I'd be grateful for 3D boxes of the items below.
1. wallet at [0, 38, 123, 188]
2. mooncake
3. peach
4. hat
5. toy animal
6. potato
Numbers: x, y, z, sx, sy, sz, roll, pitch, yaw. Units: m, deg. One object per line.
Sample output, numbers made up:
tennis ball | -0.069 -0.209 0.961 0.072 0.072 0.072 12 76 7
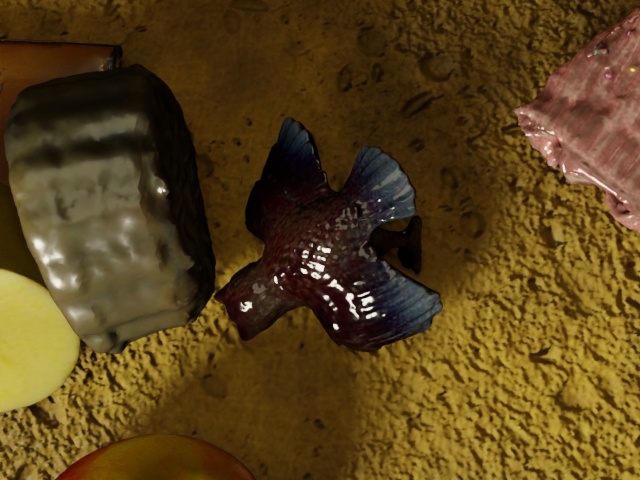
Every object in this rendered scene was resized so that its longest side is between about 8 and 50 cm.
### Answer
wallet | -0.275 -0.096 1.207 0.161 0.042 0.195 5 68 5
mooncake | -0.158 -0.028 1.062 0.124 0.228 0.228 -16 67 2
peach | -0.132 0.243 1.009 0.190 0.192 0.190 14 62 -29
hat | 0.334 -0.132 1.110 0.237 0.107 0.286 39 82 9
toy animal | -0.007 0.005 1.090 0.179 0.116 0.218 -34 74 -8
potato | -0.287 0.028 1.088 0.178 0.203 0.158 -30 41 23
